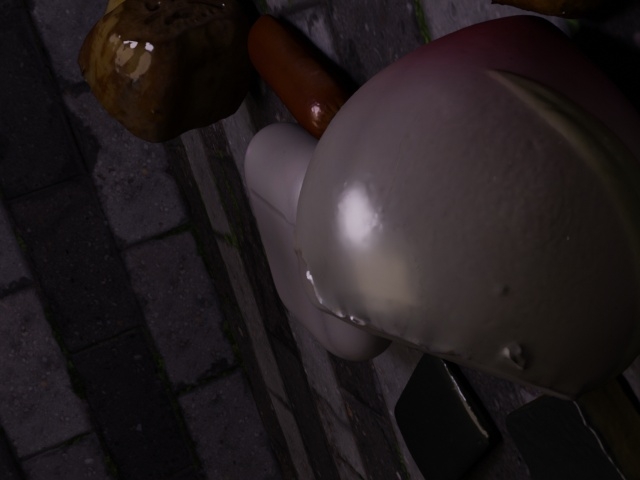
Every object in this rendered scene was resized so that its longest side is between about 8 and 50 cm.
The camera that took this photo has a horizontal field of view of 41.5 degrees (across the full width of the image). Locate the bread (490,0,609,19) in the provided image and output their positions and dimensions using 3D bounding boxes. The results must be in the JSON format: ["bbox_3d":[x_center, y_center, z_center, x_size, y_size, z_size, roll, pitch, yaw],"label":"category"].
[{"bbox_3d":[0.124,-0.261,0.719,0.344,0.084,0.124,43,149,54],"label":"bread"}]

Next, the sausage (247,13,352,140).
[{"bbox_3d":[-0.036,-0.240,1.218,0.300,0.083,0.089,52,168,45],"label":"sausage"}]

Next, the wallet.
[{"bbox_3d":[0.180,0.269,1.249,0.168,0.052,0.245,60,156,25],"label":"wallet"}]

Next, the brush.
[{"bbox_3d":[0.272,0.215,0.888,0.123,0.059,0.197,62,162,15],"label":"brush"}]

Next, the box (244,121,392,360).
[{"bbox_3d":[0.001,0.000,1.299,0.288,0.141,0.349,40,148,58],"label":"box"}]

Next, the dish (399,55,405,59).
[{"bbox_3d":[0.090,-0.159,1.014,0.091,0.039,0.137,60,162,25],"label":"dish"}]

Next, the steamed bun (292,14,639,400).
[{"bbox_3d":[0.138,-0.042,0.672,0.309,0.309,0.309,55,159,35],"label":"steamed bun"}]

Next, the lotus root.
[{"bbox_3d":[-0.267,-0.354,1.443,0.316,0.316,0.250,63,150,16],"label":"lotus root"}]
